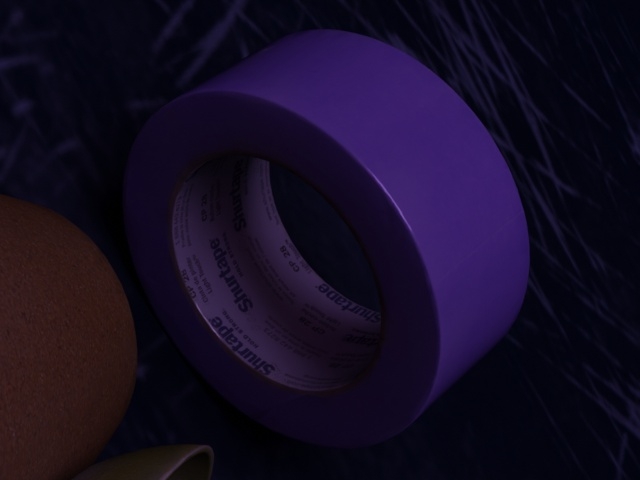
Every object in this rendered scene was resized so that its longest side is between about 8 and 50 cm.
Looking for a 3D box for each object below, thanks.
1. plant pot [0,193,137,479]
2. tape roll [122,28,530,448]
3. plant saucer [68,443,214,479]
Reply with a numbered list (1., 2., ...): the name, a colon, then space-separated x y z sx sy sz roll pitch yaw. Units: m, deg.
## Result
1. plant pot: -0.188 0.067 0.627 0.254 0.237 0.237 -20 84 -57
2. tape roll: 0.000 0.000 0.810 0.080 0.189 0.189 -36 95 -43
3. plant saucer: -0.118 0.173 0.631 0.037 0.241 0.241 29 50 7
